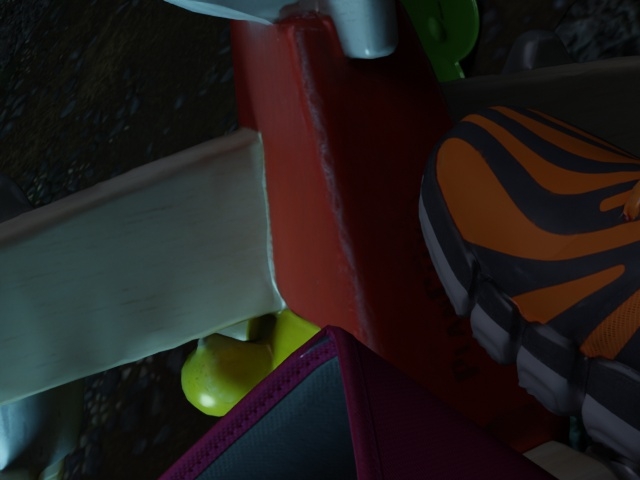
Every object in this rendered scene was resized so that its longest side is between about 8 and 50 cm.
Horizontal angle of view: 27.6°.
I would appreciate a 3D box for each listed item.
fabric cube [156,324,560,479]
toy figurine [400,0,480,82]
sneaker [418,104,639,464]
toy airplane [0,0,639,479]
[{"bbox_3d":[0.025,0.236,0.395,0.259,0.258,0.254,-45,24,23],"label":"fabric cube"},{"bbox_3d":[0.030,-0.136,1.015,0.159,0.130,0.173,-35,58,48],"label":"toy figurine"},{"bbox_3d":[0.162,0.000,0.391,0.321,0.124,0.180,41,135,37],"label":"sneaker"},{"bbox_3d":[0.000,0.000,0.645,0.272,0.386,0.384,-21,43,63],"label":"toy airplane"}]
